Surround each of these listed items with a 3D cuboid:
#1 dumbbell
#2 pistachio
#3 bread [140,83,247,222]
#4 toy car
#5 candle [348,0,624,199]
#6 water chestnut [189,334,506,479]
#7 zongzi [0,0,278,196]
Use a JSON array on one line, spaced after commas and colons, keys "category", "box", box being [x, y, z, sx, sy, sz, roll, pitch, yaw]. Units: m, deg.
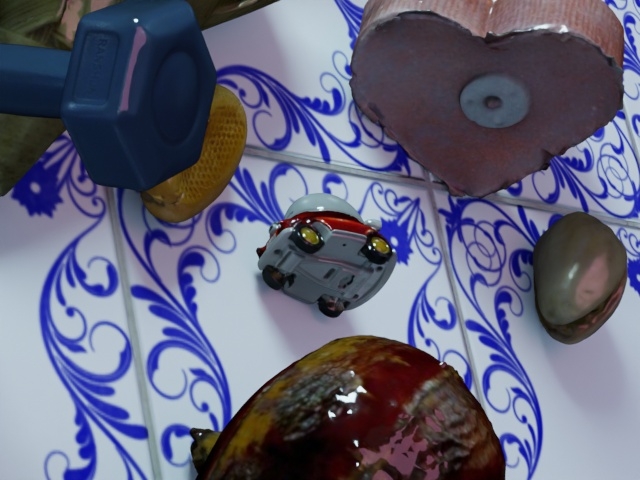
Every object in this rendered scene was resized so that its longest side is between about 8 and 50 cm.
[{"category": "dumbbell", "box": [-0.251, -0.131, 1.322, 0.156, 0.316, 0.143, -38, 131, -59]}, {"category": "pistachio", "box": [0.318, 0.044, 2.005, 0.124, 0.124, 0.185, 43, 48, -21]}, {"category": "bread", "box": [-0.136, -0.088, 1.613, 0.189, 0.077, 0.114, -53, 140, -47]}, {"category": "toy car", "box": [0.000, 0.000, 1.700, 0.139, 0.112, 0.112, 19, 40, -29]}, {"category": "candle", "box": [0.202, -0.185, 1.913, 0.131, 0.317, 0.287, -72, 163, -46]}, {"category": "water chestnut", "box": [-0.005, 0.247, 1.433, 0.302, 0.350, 0.350, 27, 31, 25]}, {"category": "zongzi", "box": [-0.151, -0.222, 1.653, 0.500, 0.218, 0.466, 18, 79, -53]}]
